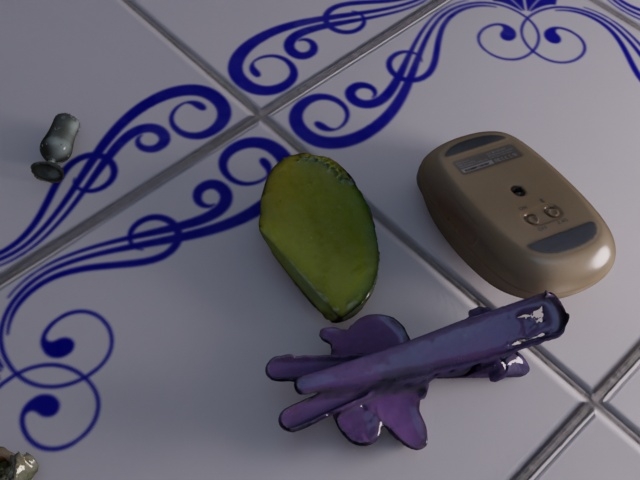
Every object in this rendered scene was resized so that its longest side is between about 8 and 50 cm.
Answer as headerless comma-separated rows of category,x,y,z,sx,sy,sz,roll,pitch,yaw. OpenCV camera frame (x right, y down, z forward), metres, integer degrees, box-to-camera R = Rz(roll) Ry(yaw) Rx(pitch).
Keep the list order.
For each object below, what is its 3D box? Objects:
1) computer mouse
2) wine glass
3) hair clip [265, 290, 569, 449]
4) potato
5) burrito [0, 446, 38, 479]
computer mouse,0.203,-0.026,0.828,0.145,0.082,0.236,-21,48,-18
wine glass,-0.298,-0.108,0.889,0.039,0.042,0.083,26,51,-21
hair clip,0.093,0.122,0.732,0.278,0.090,0.137,-15,71,-4
potato,0.000,0.000,0.824,0.119,0.054,0.198,-20,64,-16
burrito,-0.309,0.253,0.641,0.058,0.045,0.188,21,59,19
